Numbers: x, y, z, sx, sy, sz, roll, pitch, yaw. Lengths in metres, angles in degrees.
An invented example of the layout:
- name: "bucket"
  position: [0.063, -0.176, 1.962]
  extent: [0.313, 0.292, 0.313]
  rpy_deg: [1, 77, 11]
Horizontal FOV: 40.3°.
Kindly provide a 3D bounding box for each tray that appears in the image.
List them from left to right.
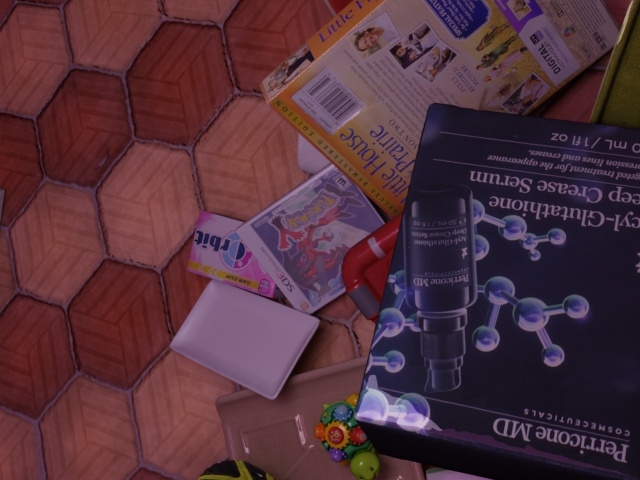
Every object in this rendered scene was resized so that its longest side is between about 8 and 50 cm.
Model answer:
- name: "tray"
  position: [-0.124, 0.159, 1.425]
  extent: [0.270, 0.030, 0.145]
  rpy_deg: [17, 70, 42]

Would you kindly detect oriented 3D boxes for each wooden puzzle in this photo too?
- name: "wooden puzzle"
  position: [0.017, 0.376, 1.362]
  extent: [0.322, 0.080, 0.347]
  rpy_deg: [-19, 82, 24]

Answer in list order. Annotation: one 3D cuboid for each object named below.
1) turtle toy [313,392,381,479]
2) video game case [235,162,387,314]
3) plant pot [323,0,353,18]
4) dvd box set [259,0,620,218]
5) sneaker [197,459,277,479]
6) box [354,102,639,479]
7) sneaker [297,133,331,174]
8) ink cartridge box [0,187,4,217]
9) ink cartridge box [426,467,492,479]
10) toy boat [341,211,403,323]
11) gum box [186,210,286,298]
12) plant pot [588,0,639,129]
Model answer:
- name: "turtle toy"
  position: [0.043, 0.290, 1.269]
  extent: [0.095, 0.066, 0.130]
  rpy_deg: [-45, 72, 18]
- name: "video game case"
  position: [0.000, 0.000, 1.368]
  extent: [0.201, 0.023, 0.183]
  rpy_deg: [-34, 103, 12]
- name: "plant pot"
  position: [0.120, -0.415, 1.231]
  extent: [0.243, 0.275, 0.275]
  rpy_deg: [-30, 71, -5]
- name: "dvd box set"
  position: [0.170, -0.245, 1.191]
  extent: [0.420, 0.308, 0.062]
  rpy_deg: [-39, 40, 16]
- name: "sneaker"
  position: [-0.025, 0.477, 1.283]
  extent: [0.385, 0.145, 0.147]
  rpy_deg: [34, 134, 19]
- name: "box"
  position: [0.235, 0.072, 1.017]
  extent: [0.294, 0.212, 0.395]
  rpy_deg: [9, 69, 15]
- name: "sneaker"
  position: [0.050, -0.230, 1.381]
  extent: [0.169, 0.108, 0.292]
  rpy_deg: [18, 95, 24]
- name: "ink cartridge box"
  position: [-0.748, -0.018, 1.790]
  extent: [0.206, 0.045, 0.208]
  rpy_deg: [9, 88, 27]
- name: "ink cartridge box"
  position: [0.257, 0.327, 1.165]
  extent: [0.160, 0.219, 0.092]
  rpy_deg: [-18, 74, 23]
- name: "toy boat"
  position: [0.136, 0.043, 1.270]
  extent: [0.231, 0.151, 0.151]
  rpy_deg: [-35, 96, 19]
- name: "gum box"
  position: [-0.132, 0.021, 1.471]
  extent: [0.188, 0.062, 0.107]
  rpy_deg: [16, 92, 26]
- name: "plant pot"
  position: [0.543, -0.225, 1.028]
  extent: [0.353, 0.366, 0.366]
  rpy_deg: [20, 94, 16]
